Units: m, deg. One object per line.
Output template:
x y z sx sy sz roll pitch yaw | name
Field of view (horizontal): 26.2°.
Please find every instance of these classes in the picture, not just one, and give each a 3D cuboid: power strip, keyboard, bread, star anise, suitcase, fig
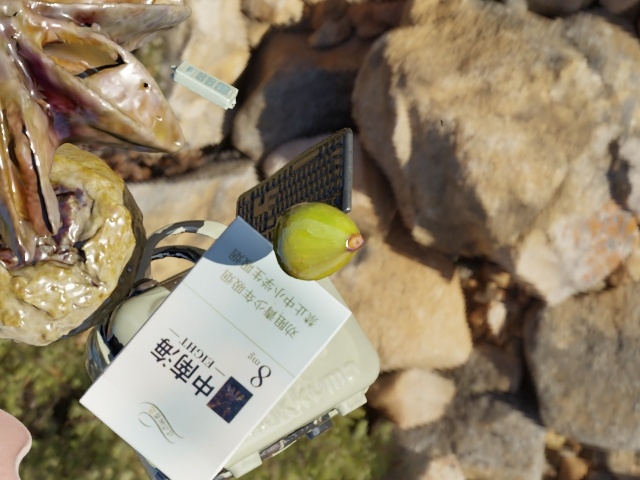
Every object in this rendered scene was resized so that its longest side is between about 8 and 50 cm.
-0.131 -0.175 1.537 0.083 0.027 0.017 29 131 -1 | power strip
-0.005 -0.052 1.457 0.041 0.104 0.381 12 161 -32 | keyboard
-0.294 -0.007 1.433 0.230 0.230 0.123 21 154 6 | bread
-0.234 -0.144 0.933 0.315 0.315 0.108 28 154 0 | star anise
-0.129 0.132 1.809 0.339 0.351 0.194 58 144 10 | suitcase
0.000 0.000 1.244 0.088 0.074 0.074 -3 121 40 | fig

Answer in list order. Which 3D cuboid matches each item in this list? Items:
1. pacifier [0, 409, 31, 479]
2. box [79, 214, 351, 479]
-0.498 0.314 1.795 0.220 0.332 0.273 -27 119 2 | pacifier
-0.104 0.114 1.367 0.155 0.067 0.243 42 87 -1 | box
